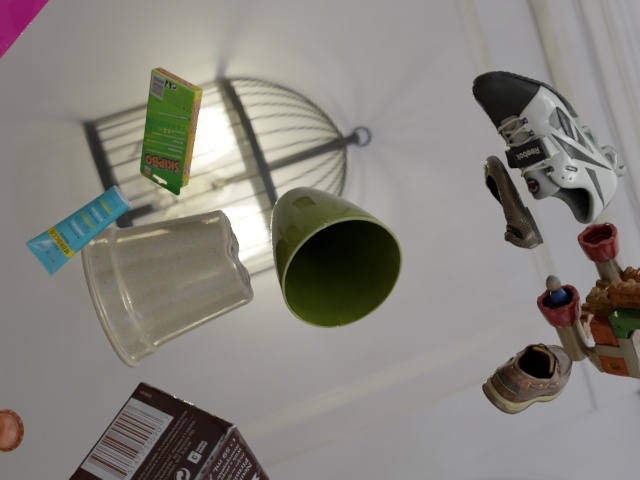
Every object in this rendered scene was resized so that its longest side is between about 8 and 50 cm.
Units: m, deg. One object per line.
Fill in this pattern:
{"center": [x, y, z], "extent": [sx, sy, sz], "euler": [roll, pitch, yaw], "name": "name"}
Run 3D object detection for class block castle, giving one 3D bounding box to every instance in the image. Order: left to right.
{"center": [0.678, 0.095, 1.627], "extent": [0.453, 0.303, 0.213], "euler": [3, -50, 46], "name": "block castle"}

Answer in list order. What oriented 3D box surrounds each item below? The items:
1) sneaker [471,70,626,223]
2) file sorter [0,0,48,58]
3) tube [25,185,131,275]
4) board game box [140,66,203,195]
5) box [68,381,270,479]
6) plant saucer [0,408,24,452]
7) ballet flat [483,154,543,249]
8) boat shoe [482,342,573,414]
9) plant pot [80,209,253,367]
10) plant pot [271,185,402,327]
{"center": [0.380, -0.153, 1.430], "extent": [0.330, 0.146, 0.122], "euler": [35, -23, -14], "name": "sneaker"}
{"center": [-0.526, -0.416, 1.127], "extent": [0.182, 0.202, 0.290], "euler": [43, 4, 32], "name": "file sorter"}
{"center": [-0.464, -0.025, 1.621], "extent": [0.080, 0.207, 0.052], "euler": [53, 0, 3], "name": "tube"}
{"center": [-0.328, -0.232, 1.821], "extent": [0.124, 0.039, 0.259], "euler": [30, -57, 21], "name": "board game box"}
{"center": [-0.191, 0.329, 1.121], "extent": [0.167, 0.168, 0.203], "euler": [16, -32, 28], "name": "box"}
{"center": [-0.615, 0.371, 1.634], "extent": [0.083, 0.013, 0.084], "euler": [32, 51, -51], "name": "plant saucer"}
{"center": [0.321, -0.066, 1.461], "extent": [0.084, 0.058, 0.250], "euler": [56, 13, -37], "name": "ballet flat"}
{"center": [0.265, 0.157, 1.014], "extent": [0.064, 0.178, 0.060], "euler": [45, -58, 26], "name": "boat shoe"}
{"center": [-0.326, 0.077, 1.880], "extent": [0.334, 0.305, 0.334], "euler": [161, -90, -89], "name": "plant pot"}
{"center": [0.000, 0.000, 1.884], "extent": [0.293, 0.274, 0.275], "euler": [-124, -162, -53], "name": "plant pot"}
